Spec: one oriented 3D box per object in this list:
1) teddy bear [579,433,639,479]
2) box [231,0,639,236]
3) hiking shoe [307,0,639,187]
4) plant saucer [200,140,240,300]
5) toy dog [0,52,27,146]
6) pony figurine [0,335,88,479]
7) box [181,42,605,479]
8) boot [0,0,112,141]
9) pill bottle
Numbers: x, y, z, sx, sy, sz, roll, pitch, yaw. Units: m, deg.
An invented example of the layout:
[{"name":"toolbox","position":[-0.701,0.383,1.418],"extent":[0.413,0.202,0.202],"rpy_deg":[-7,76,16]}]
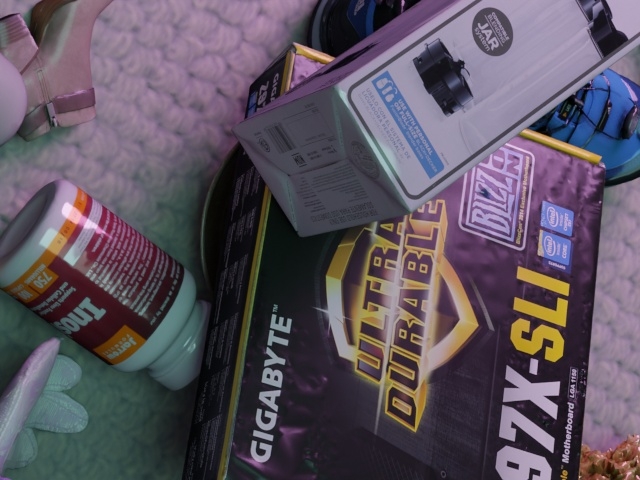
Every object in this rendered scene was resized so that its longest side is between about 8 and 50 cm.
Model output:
[{"name":"teddy bear","position":[0.126,0.218,1.386],"extent":[0.338,0.113,0.245],"rpy_deg":[-10,100,-32]},{"name":"box","position":[0.104,-0.121,1.179],"extent":[0.290,0.169,0.087],"rpy_deg":[-37,100,-24]},{"name":"hiking shoe","position":[0.141,-0.107,1.363],"extent":[0.304,0.132,0.113],"rpy_deg":[17,84,-23]},{"name":"plant saucer","position":[0.000,0.000,1.352],"extent":[0.199,0.036,0.198],"rpy_deg":[0,91,-24]},{"name":"toy dog","position":[-0.335,-0.186,1.161],"extent":[0.220,0.161,0.333],"rpy_deg":[-30,117,-24]},{"name":"pony figurine","position":[-0.243,0.216,1.109],"extent":[0.364,0.351,0.302],"rpy_deg":[-4,88,-6]},{"name":"box","position":[0.057,0.058,1.262],"extent":[0.257,0.079,0.322],"rpy_deg":[20,64,-22]},{"name":"boot","position":[-0.172,-0.123,1.274],"extent":[0.118,0.042,0.087],"rpy_deg":[-26,107,-21]},{"name":"pill bottle","position":[-0.140,0.034,1.260],"extent":[0.152,0.086,0.086],"rpy_deg":[37,76,-20]}]
